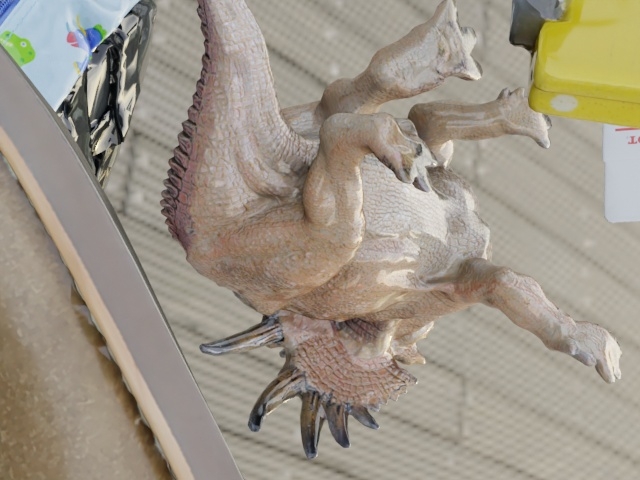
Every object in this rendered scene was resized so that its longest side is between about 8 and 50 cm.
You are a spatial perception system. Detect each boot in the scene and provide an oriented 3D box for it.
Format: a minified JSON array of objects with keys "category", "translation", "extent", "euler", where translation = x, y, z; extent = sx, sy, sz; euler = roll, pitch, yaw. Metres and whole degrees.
[{"category":"boot","translation":[-0.083,0.035,0.382],"extent":[0.305,0.115,0.112],"euler":[56,-7,3]}]

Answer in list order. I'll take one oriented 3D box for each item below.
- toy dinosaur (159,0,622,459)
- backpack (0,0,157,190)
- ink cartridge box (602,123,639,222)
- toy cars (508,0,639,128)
[{"category":"toy dinosaur","translation":[0.000,0.000,0.816],"extent":[0.295,0.200,0.127],"euler":[38,42,-41]},{"category":"backpack","translation":[-0.234,-0.034,1.016],"extent":[0.273,0.355,0.290],"euler":[46,42,-9]},{"category":"ink cartridge box","translation":[0.234,-0.097,1.139],"extent":[0.061,0.104,0.181],"euler":[21,70,-62]},{"category":"toy cars","translation":[0.067,-0.171,0.772],"extent":[0.176,0.394,0.087],"euler":[-24,148,-23]}]
